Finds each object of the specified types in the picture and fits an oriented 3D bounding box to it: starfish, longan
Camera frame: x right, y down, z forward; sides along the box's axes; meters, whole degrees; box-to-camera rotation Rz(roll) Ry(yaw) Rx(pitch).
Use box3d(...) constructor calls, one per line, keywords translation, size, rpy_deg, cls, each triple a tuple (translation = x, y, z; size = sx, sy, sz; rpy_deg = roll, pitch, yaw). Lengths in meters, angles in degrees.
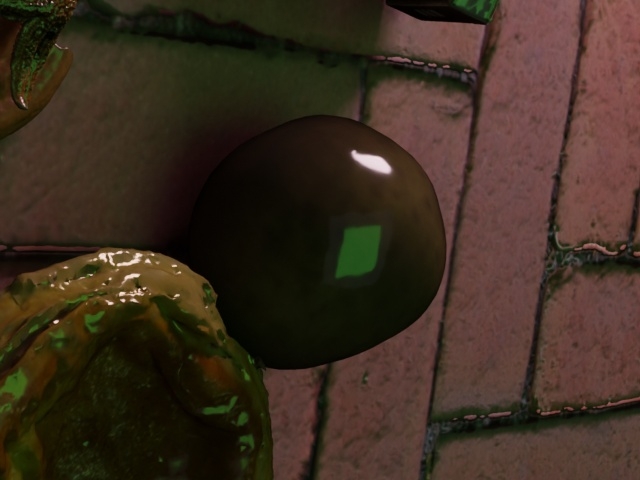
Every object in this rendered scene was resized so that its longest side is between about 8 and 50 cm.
box3d(translation=(-0.181, -0.167, 1.029), size=(0.130, 0.041, 0.133), rpy_deg=(-46, 131, -36), cls="starfish")
box3d(translation=(0.000, 0.000, 1.208), size=(0.220, 0.196, 0.196), rpy_deg=(-8, 105, -40), cls="longan")

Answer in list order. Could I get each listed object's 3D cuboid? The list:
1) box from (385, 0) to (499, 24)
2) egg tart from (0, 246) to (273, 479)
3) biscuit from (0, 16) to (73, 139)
box3d(translation=(0.157, -0.336, 1.278), size=(0.047, 0.180, 0.325), rpy_deg=(22, 93, -16), cls="box")
box3d(translation=(-0.180, 0.169, 1.075), size=(0.352, 0.150, 0.352), rpy_deg=(-16, 112, -44), cls="egg tart")
box3d(translation=(-0.257, -0.136, 1.004), size=(0.224, 0.033, 0.144), rpy_deg=(49, 62, -42), cls="biscuit")
